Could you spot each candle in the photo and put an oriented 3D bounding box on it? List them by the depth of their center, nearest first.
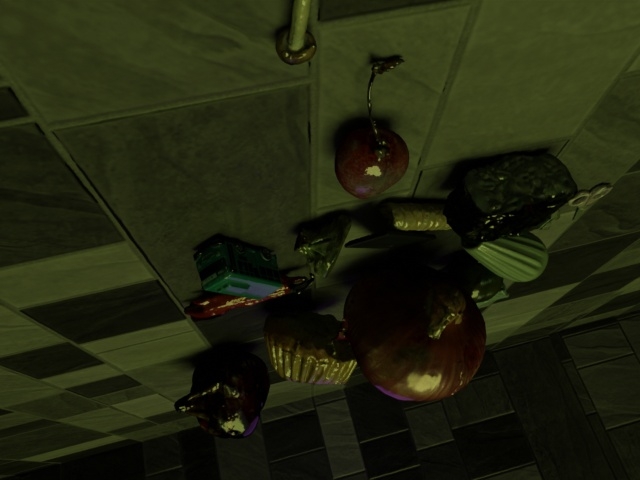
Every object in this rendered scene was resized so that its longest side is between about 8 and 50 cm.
[{"bbox_3d":[-0.157,0.122,1.096,0.301,0.059,0.084,-15,167,1],"label":"candle"}]

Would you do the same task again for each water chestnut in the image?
[{"bbox_3d":[-0.294,0.465,1.515,0.244,0.289,0.289,37,130,-21],"label":"water chestnut"}]

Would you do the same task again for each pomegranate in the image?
[{"bbox_3d":[0.387,0.104,1.319,0.152,0.131,0.191,-11,178,-23],"label":"pomegranate"}]

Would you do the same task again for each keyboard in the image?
[{"bbox_3d":[0.178,0.007,1.039,0.103,0.041,0.381,-16,164,29],"label":"keyboard"}]

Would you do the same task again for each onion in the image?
[{"bbox_3d":[0.208,0.210,1.165,0.353,0.354,0.354,-13,155,-6],"label":"onion"}]

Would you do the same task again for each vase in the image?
[{"bbox_3d":[0.431,0.021,1.167,0.248,0.128,0.128,17,140,-35],"label":"vase"}]

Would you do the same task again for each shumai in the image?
[{"bbox_3d":[0.000,0.000,0.925,0.087,0.124,0.099,25,175,4],"label":"shumai"}]

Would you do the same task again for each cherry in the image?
[{"bbox_3d":[0.082,-0.140,0.671,0.107,0.090,0.225,4,141,-14],"label":"cherry"}]

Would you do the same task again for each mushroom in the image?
[{"bbox_3d":[0.029,-0.273,0.418,0.068,0.043,0.306,-18,160,-40],"label":"mushroom"}]

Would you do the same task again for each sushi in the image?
[{"bbox_3d":[0.339,-0.077,0.901,0.225,0.124,0.127,-15,156,-15],"label":"sushi"}]

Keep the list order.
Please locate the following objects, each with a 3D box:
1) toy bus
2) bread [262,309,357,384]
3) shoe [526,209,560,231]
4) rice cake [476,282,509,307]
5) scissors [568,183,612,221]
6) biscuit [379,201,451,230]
[{"bbox_3d":[-0.152,0.058,0.926,0.079,0.092,0.160,-30,151,25],"label":"toy bus"},{"bbox_3d":[-0.027,0.276,1.278,0.274,0.274,0.149,10,101,-44],"label":"bread"},{"bbox_3d":[0.455,-0.057,1.079,0.099,0.071,0.169,-17,159,8],"label":"shoe"},{"bbox_3d":[0.473,0.223,1.675,0.066,0.063,0.336,21,138,-41],"label":"rice cake"},{"bbox_3d":[0.637,-0.084,1.195,0.100,0.015,0.189,-18,157,8],"label":"scissors"},{"bbox_3d":[0.212,-0.048,0.968,0.219,0.061,0.055,-2,129,-32],"label":"biscuit"}]
